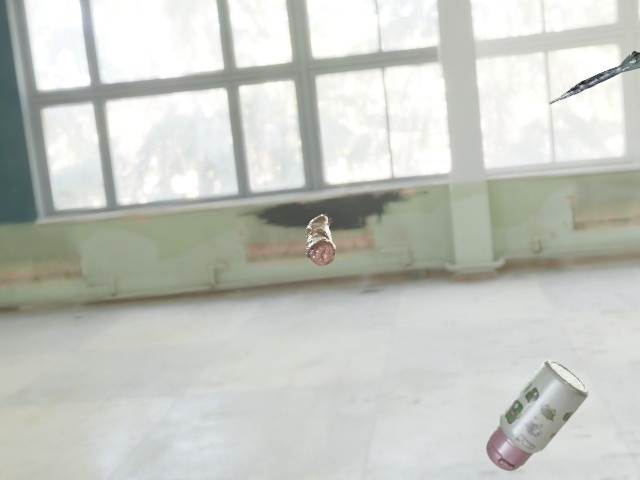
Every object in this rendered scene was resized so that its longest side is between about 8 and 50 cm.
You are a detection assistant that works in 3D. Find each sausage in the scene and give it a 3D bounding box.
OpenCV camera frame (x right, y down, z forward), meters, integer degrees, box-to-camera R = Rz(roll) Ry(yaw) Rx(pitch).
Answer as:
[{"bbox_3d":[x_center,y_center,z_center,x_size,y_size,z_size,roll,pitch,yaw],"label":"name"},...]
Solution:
[{"bbox_3d":[0.000,0.000,1.205,0.042,0.036,0.158,-17,15,5],"label":"sausage"}]

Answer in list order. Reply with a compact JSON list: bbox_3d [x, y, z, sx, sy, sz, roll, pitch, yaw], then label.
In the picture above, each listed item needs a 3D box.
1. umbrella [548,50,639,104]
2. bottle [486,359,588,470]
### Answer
[{"bbox_3d":[0.563,-0.323,1.770,0.269,0.044,0.044,-28,36,26],"label":"umbrella"},{"bbox_3d":[0.454,0.384,1.968,0.120,0.253,0.120,33,16,-11],"label":"bottle"}]
